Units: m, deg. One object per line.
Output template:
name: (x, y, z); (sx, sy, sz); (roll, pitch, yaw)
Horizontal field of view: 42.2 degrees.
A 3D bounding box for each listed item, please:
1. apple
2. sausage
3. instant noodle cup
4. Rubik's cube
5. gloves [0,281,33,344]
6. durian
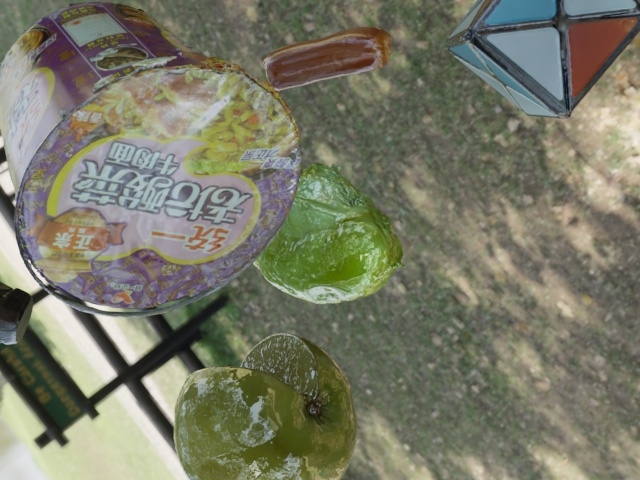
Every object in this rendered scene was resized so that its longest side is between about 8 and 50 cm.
apple: (-0.081, 0.288, 1.309); (0.254, 0.292, 0.292); (-28, 98, 43)
sausage: (0.007, -0.373, 1.710); (0.300, 0.083, 0.089); (-8, 121, 28)
instant noodle cup: (-0.224, -0.120, 0.987); (0.266, 0.339, 0.340); (51, 156, 40)
Rubik's cube: (0.414, -0.394, 1.562); (0.246, 0.250, 0.248); (37, -175, -6)
gloves: (-0.590, 0.114, 1.381); (0.203, 0.124, 0.164); (15, -170, -8)
durian: (0.000, 0.000, 1.540); (0.339, 0.204, 0.256); (41, 134, 30)
